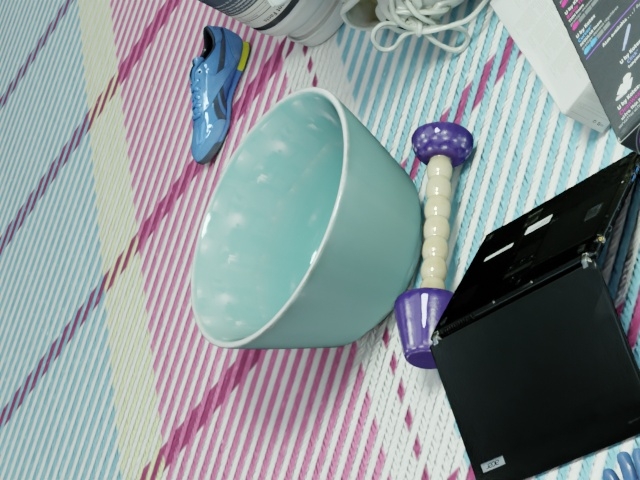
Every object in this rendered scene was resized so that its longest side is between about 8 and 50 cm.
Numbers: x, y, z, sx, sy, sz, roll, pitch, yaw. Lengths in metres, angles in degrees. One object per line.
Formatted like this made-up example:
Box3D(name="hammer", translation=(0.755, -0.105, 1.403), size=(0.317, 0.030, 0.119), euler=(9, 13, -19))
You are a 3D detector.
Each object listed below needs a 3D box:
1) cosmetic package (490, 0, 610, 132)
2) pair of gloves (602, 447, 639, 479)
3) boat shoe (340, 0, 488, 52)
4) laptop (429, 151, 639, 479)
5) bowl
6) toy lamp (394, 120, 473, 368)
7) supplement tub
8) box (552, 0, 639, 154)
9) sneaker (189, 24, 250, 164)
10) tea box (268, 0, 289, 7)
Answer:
Box3D(name="cosmetic package", translation=(0.259, -0.217, 1.648), size=(0.099, 0.060, 0.239), euler=(-55, 31, 24))
Box3D(name="pair of gloves", translation=(0.297, 0.222, 1.304), size=(0.198, 0.023, 0.159), euler=(-40, 37, 38))
Box3D(name="boat shoe", translation=(0.115, -0.289, 1.869), size=(0.367, 0.135, 0.156), euler=(8, 76, 64))
Box3D(name="laptop", translation=(0.232, 0.076, 1.530), size=(0.234, 0.136, 0.264), euler=(-32, 18, 45))
Box3D(name="bowl", translation=(0.000, 0.000, 1.820), size=(0.311, 0.163, 0.312), euler=(-39, 39, 40))
Box3D(name="toy lamp", translation=(0.122, 0.006, 1.702), size=(0.080, 0.080, 0.275), euler=(-32, 41, 46))
Box3D(name="supplement tub", translation=(-0.092, -0.392, 2.147), size=(0.191, 0.272, 0.191), euler=(-38, 39, 41))
Box3D(name="box", translation=(0.325, -0.187, 1.405), size=(0.143, 0.165, 0.270), euler=(-50, 33, 29))
Box3D(name="sneaker", translation=(-0.170, -0.217, 2.352), size=(0.069, 0.082, 0.209), euler=(-7, 65, 55))
Box3D(name="tea box", translation=(0.051, -0.474, 1.824), size=(0.323, 0.220, 0.329), euler=(-30, 14, 26))
